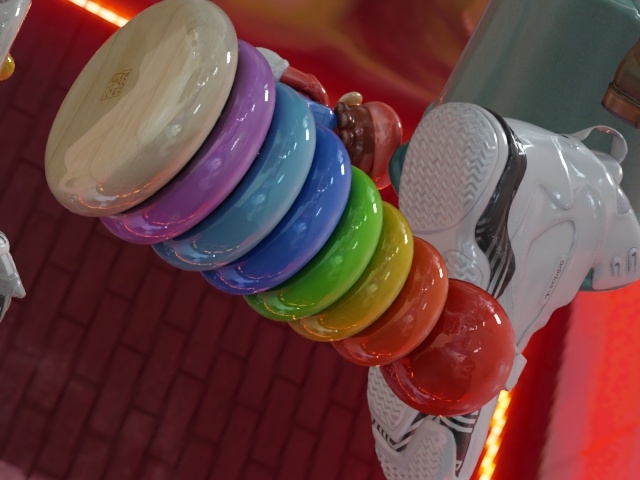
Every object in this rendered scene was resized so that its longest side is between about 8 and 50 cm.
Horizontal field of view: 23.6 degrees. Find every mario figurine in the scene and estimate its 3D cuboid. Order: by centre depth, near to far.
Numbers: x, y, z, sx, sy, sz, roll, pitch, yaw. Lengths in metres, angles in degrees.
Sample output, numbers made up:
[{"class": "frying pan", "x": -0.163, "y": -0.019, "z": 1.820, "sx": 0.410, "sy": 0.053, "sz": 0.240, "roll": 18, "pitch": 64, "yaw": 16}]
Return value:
[{"class": "mario figurine", "x": -0.037, "y": -0.121, "z": 1.948, "sx": 0.170, "sy": 0.320, "sz": 0.198, "roll": 36, "pitch": -72, "yaw": 47}]

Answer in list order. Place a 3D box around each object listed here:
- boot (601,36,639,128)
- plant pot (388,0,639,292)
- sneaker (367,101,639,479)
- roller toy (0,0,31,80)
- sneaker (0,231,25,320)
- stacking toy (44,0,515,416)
[{"class": "boot", "x": 0.384, "y": -0.138, "z": 1.504, "sx": 0.082, "sy": 0.219, "sz": 0.106, "roll": -13, "pitch": 127, "yaw": -52}, {"class": "plant pot", "x": 0.298, "y": -0.170, "z": 1.823, "sx": 0.341, "sy": 0.341, "sz": 0.334, "roll": -89, "pitch": -161, "yaw": -60}, {"class": "sneaker", "x": 0.170, "y": 0.062, "z": 1.346, "sx": 0.137, "sy": 0.210, "sz": 0.366, "roll": 27, "pitch": -66, "yaw": 57}, {"class": "roller toy", "x": -0.421, "y": -0.229, "z": 1.769, "sx": 0.191, "sy": 0.146, "sz": 0.209, "roll": -33, "pitch": -146, "yaw": 66}, {"class": "sneaker", "x": -0.476, "y": 0.086, "z": 1.920, "sx": 0.228, "sy": 0.132, "sz": 0.086, "roll": -21, "pitch": -162, "yaw": 9}, {"class": "stacking toy", "x": 0.000, "y": 0.000, "z": 0.925, "sx": 0.141, "sy": 0.330, "sz": 0.141, "roll": -33, "pitch": -143, "yaw": 29}]
